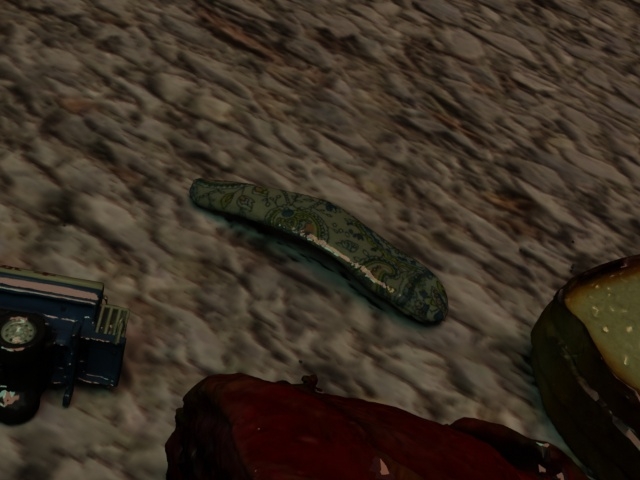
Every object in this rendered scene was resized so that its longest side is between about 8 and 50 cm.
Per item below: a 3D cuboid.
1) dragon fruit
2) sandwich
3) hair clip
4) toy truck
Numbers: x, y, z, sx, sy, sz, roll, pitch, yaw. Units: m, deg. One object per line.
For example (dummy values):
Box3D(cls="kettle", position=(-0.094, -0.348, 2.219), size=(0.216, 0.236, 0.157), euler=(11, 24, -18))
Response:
Box3D(cls="dragon fruit", position=(0.054, 0.202, 0.424), size=(0.330, 0.240, 0.302), euler=(25, 12, -27))
Box3D(cls="sandwich", position=(0.324, 0.114, 0.618), size=(0.301, 0.099, 0.271), euler=(-17, 52, -28))
Box3D(cls="hair clip", position=(0.001, -0.002, 0.650), size=(0.229, 0.036, 0.066), euler=(26, 39, 4))
Box3D(cls="toy truck", position=(-0.219, 0.047, 0.501), size=(0.201, 0.074, 0.088), euler=(11, 42, -10))
